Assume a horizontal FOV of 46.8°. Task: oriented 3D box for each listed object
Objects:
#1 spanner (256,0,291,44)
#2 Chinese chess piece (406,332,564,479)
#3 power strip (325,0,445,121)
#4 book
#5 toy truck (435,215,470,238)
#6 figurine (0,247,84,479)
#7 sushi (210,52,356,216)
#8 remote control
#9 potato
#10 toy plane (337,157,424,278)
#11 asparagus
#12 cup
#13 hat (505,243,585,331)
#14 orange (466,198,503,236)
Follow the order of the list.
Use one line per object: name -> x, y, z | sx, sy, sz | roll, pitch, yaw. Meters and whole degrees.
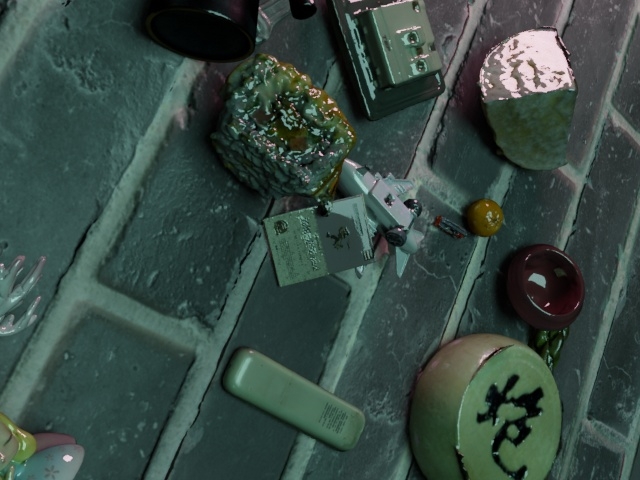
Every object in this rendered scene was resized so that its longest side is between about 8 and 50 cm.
spanner -> -0.036, -0.442, 1.318 | 0.302, 0.017, 0.071 | -44, 114, -27
Chinese chess piece -> 0.342, 0.365, 1.502 | 0.349, 0.146, 0.349 | 1, 89, -37
power strip -> 0.146, -0.379, 1.403 | 0.251, 0.092, 0.257 | -26, 103, -33
book -> 0.000, 0.000, 1.290 | 0.182, 0.014, 0.127 | -14, 98, -9
toy truck -> 0.273, -0.025, 1.528 | 0.083, 0.032, 0.024 | 31, 68, -33
figurine -> -0.424, 0.178, 0.933 | 0.284, 0.206, 0.315 | -42, 119, -23
sushi -> -0.053, -0.166, 1.207 | 0.274, 0.139, 0.184 | 39, 67, -7
remote control -> -0.038, 0.283, 1.291 | 0.309, 0.038, 0.090 | 34, 71, -30
potato -> 0.434, -0.296, 1.617 | 0.264, 0.211, 0.189 | 74, 5, -50
toy plane -> 0.111, -0.060, 1.366 | 0.255, 0.101, 0.251 | 52, 51, -24
asparagus -> 0.512, 0.239, 1.675 | 0.080, 0.080, 0.287 | 29, 79, -32
cup -> -0.134, -0.382, 1.144 | 0.239, 0.166, 0.177 | 12, 76, -14
hat -> 0.490, 0.107, 1.640 | 0.205, 0.089, 0.205 | 7, 68, -18
orange -> 0.347, -0.048, 1.558 | 0.083, 0.070, 0.083 | -3, 95, -34
